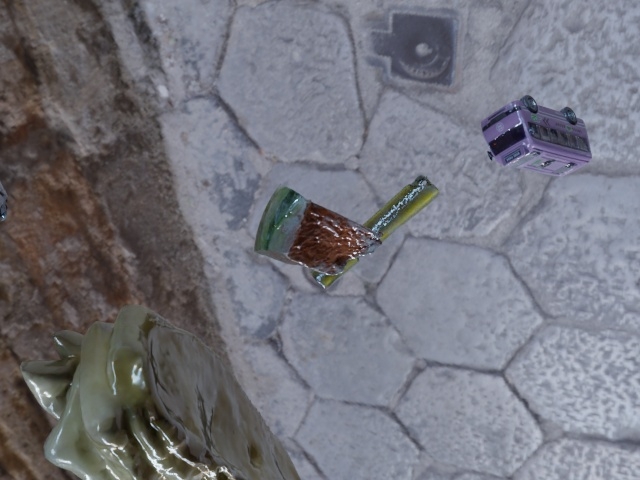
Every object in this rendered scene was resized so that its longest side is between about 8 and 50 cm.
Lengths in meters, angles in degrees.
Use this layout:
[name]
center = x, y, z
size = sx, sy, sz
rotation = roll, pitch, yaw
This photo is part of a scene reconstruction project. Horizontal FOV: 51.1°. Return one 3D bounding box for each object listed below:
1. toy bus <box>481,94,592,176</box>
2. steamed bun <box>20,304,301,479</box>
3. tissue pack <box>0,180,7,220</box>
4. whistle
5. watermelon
[toy bus]
center = 0.380, -0.176, 1.175
size = 0.096, 0.199, 0.108
rotation = -32, 61, 48
[steamed bun]
center = -0.179, 0.199, 0.739
size = 0.189, 0.247, 0.428
rotation = -21, 145, 7
[tissue pack]
center = -0.452, -0.069, 0.531
size = 0.264, 0.253, 0.416
rotation = 54, 170, -9
[whistle]
center = 0.114, -0.019, 1.438
size = 0.326, 0.068, 0.057
rotation = -42, 140, 5
[watermelon]
center = -0.019, -0.009, 0.847
size = 0.121, 0.158, 0.098
rotation = 29, 99, 50
